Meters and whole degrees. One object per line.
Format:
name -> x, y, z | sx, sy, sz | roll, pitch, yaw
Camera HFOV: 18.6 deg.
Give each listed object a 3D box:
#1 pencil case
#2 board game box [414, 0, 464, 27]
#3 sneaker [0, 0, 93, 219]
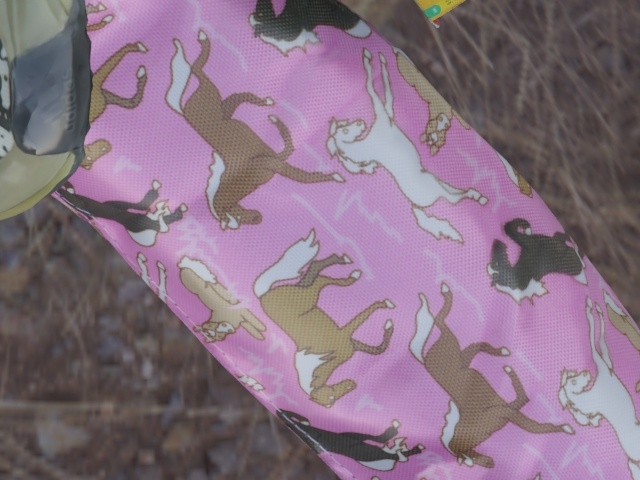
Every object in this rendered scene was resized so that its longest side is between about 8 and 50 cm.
pencil case -> 0.000, 0.000, 0.933 | 0.386, 0.167, 0.160 | 47, 141, -15
board game box -> 0.009, -0.175, 0.812 | 0.039, 0.259, 0.124 | -29, 76, 5
sneaker -> -0.259, -0.072, 0.575 | 0.410, 0.182, 0.158 | 16, 123, 22
